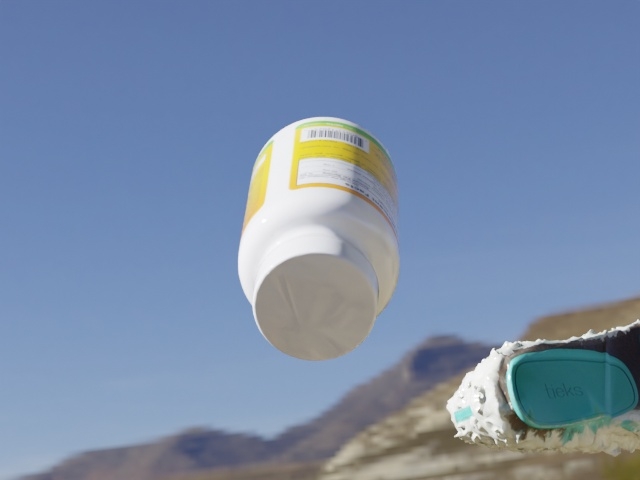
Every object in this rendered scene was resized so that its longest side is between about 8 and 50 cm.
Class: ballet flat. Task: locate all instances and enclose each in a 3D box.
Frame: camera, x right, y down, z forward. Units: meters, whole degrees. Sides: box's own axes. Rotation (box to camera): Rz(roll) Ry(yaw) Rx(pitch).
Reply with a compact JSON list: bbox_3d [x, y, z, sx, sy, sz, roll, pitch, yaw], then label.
[{"bbox_3d":[0.303,0.160,1.838,0.408,0.147,0.147,3,-13,-32],"label":"ballet flat"}]

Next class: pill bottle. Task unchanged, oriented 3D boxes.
[{"bbox_3d":[0.000,0.000,1.512,0.136,0.136,0.246,-8,26,6],"label":"pill bottle"}]
